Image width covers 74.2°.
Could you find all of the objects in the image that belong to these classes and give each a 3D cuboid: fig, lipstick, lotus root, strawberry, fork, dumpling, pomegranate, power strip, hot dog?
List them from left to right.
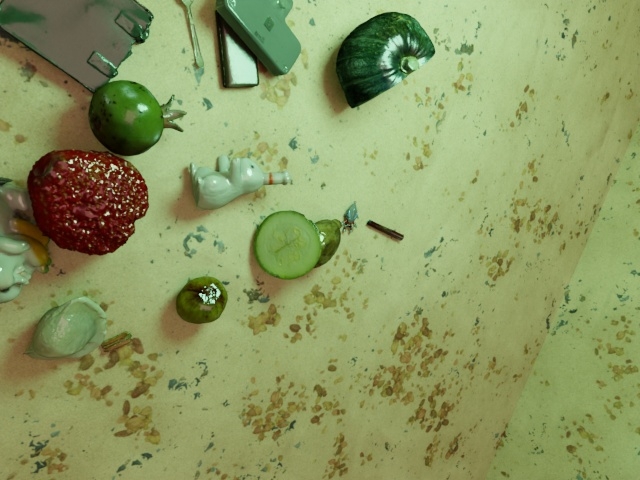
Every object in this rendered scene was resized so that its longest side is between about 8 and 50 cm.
[{"bbox_3d":[-0.644,0.238,1.097,0.166,0.126,0.216,29,84,-47],"label":"dumpling"},{"bbox_3d":[-0.542,-0.089,0.995,0.260,0.257,0.261,-4,101,-22],"label":"strawberry"},{"bbox_3d":[-0.577,0.286,1.201,0.083,0.021,0.037,-20,90,-21],"label":"hot dog"},{"bbox_3d":[-0.450,-0.304,1.054,0.224,0.181,0.182,-19,112,-47],"label":"pomegranate"},{"bbox_3d":[-0.342,-0.576,1.124,0.034,0.028,0.220,-17,109,-29],"label":"fork"},{"bbox_3d":[-0.349,0.177,1.243,0.152,0.121,0.136,-18,72,-5],"label":"fig"},{"bbox_3d":[-0.149,-0.619,1.181,0.265,0.059,0.194,41,71,-42],"label":"power strip"},{"bbox_3d":[0.000,0.000,1.403,0.214,0.138,0.138,-48,120,-24],"label":"lotus root"},{"bbox_3d":[0.242,-0.039,1.582,0.176,0.027,0.027,21,91,-31],"label":"lipstick"}]

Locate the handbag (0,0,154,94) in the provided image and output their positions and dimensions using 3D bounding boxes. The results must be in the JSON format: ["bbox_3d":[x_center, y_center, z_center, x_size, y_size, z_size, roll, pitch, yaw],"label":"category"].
[{"bbox_3d":[-0.561,-0.513,0.987,0.260,0.079,0.248,36,85,-33],"label":"handbag"}]

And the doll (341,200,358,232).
[{"bbox_3d":[0.107,-0.084,1.488,0.057,0.039,0.114,17,106,11],"label":"doll"}]

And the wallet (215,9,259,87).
[{"bbox_3d":[-0.233,-0.536,1.193,0.110,0.031,0.198,-12,107,-27],"label":"wallet"}]

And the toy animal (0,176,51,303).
[{"bbox_3d":[-0.760,0.023,0.949,0.247,0.183,0.310,-4,109,-24],"label":"toy animal"}]

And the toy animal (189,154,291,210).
[{"bbox_3d":[-0.237,-0.187,1.216,0.282,0.140,0.138,-25,121,-19],"label":"toy animal"}]

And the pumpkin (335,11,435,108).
[{"bbox_3d":[0.177,-0.569,1.286,0.293,0.263,0.197,-43,112,-15],"label":"pumpkin"}]

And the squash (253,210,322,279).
[{"bbox_3d":[-0.103,0.017,1.319,0.219,0.041,0.220,0,91,11],"label":"squash"}]
